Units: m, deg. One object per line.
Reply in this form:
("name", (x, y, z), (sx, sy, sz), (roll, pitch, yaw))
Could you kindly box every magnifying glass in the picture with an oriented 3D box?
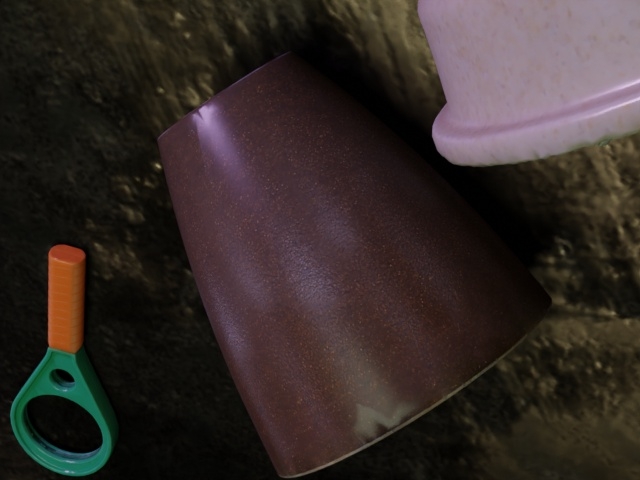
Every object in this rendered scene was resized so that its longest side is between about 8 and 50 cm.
("magnifying glass", (-0.207, 0.102, 1.236), (0.092, 0.026, 0.231), (15, 128, 9))

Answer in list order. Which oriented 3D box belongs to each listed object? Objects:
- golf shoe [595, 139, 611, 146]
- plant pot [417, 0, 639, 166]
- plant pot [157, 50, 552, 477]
("golf shoe", (0.142, -0.137, 0.928), (0.086, 0.069, 0.176), (-35, 108, 28))
("plant pot", (0.126, -0.240, 0.577), (0.334, 0.334, 0.305), (-22, 102, 30))
("plant pot", (0.000, 0.000, 1.002), (0.215, 0.215, 0.230), (-31, 93, 33))
